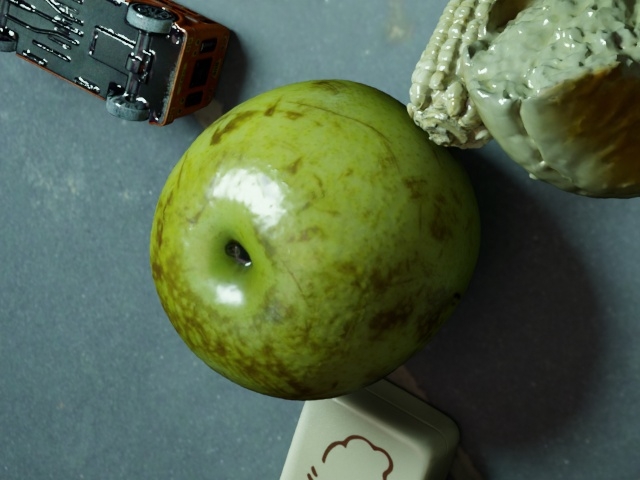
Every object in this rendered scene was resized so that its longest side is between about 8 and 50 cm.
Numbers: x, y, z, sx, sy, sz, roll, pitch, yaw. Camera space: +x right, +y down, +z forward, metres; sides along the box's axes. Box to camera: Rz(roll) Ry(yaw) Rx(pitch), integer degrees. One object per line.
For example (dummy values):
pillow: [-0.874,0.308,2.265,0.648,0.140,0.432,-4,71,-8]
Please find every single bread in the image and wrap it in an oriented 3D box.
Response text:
bread: [0.272,-0.139,0.908,0.314,0.171,0.192,-29,128,13]

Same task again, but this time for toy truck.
toy truck: [-0.220,-0.209,1.236,0.253,0.114,0.107,28,117,21]

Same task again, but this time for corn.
corn: [0.135,-0.170,1.004,0.087,0.087,0.211,14,67,28]

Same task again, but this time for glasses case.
glasses case: [0.020,0.297,1.251,0.144,0.076,0.336,27,116,24]

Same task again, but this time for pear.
pear: [0.000,0.000,1.069,0.283,0.283,0.283,9,108,30]
